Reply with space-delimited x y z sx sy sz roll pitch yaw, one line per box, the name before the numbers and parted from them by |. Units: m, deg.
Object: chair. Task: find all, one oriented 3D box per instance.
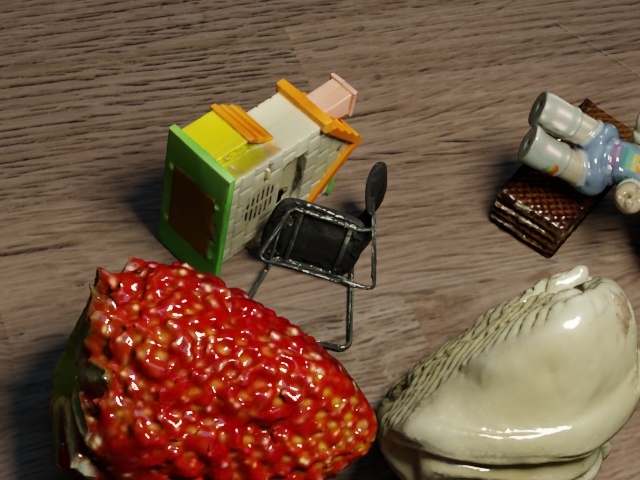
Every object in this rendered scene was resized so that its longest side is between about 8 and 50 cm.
chair | 0.000 0.000 1.779 0.145 0.140 0.221 16 50 -3

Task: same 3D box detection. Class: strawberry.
strawberry | -0.123 0.171 1.570 0.343 0.292 0.292 17 50 -16

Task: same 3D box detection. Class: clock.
clock | -0.070 -0.096 1.790 0.106 0.220 0.255 42 56 20

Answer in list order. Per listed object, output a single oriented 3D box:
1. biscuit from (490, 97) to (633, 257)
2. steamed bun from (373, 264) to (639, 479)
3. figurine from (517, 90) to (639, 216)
biscuit | 0.343 -0.089 1.953 0.106 0.070 0.252 36 55 16
steamed bun | 0.229 0.192 1.581 0.324 0.310 0.219 -35 92 4
figurine | 0.440 -0.088 1.854 0.382 0.205 0.224 36 71 -6
